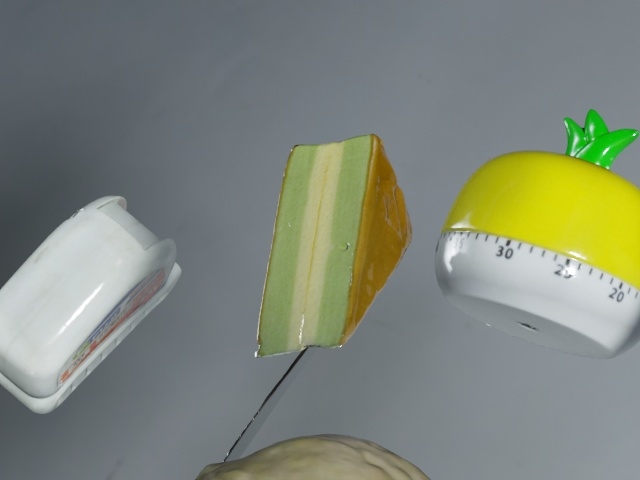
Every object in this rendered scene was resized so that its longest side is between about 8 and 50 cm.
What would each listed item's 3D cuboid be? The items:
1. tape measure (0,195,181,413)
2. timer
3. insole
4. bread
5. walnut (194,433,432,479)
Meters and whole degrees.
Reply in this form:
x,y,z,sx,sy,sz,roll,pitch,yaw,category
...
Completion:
x,y,z,sx,sy,sz,roll,pitch,yaw,category
-0.282,0.064,1.877,0.130,0.265,0.258,41,69,8,tape measure
0.280,-0.025,1.821,0.285,0.285,0.285,-14,56,23,timer
-0.048,0.170,1.757,0.007,0.111,0.328,34,66,6,insole
-0.002,0.003,1.044,0.074,0.084,0.139,-6,29,30,bread
-0.017,0.238,0.993,0.248,0.248,0.248,-14,56,23,walnut
